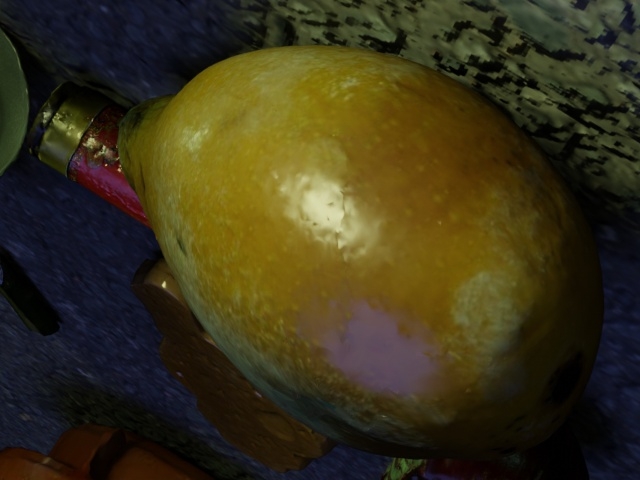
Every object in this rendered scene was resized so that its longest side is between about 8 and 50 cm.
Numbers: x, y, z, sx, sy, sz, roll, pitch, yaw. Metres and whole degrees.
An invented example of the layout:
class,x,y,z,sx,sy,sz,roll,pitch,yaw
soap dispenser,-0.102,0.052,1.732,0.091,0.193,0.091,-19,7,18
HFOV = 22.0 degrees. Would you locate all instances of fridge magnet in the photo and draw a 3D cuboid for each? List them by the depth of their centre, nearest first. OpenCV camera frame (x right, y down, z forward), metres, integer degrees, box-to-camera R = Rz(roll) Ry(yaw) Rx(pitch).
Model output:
class,x,y,z,sx,sy,sz,roll,pitch,yaw
fridge magnet,-0.149,0.295,1.502,0.363,0.155,0.364,29,157,13

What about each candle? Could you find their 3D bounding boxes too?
class,x,y,z,sx,sy,sz,roll,pitch,yaw
candle,-0.095,-0.036,0.904,0.130,0.052,0.052,31,157,7

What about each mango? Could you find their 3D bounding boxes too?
class,x,y,z,sx,sy,sz,roll,pitch,yaw
mango,0.000,0.000,0.727,0.193,0.146,0.316,53,162,-29

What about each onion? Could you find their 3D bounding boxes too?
class,x,y,z,sx,sy,sz,roll,pitch,yaw
onion,0.091,0.131,0.898,0.118,0.119,0.117,36,154,-3

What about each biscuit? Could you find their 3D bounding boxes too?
class,x,y,z,sx,sy,sz,roll,pitch,yaw
biscuit,-0.052,0.094,1.124,0.144,0.040,0.236,33,160,22

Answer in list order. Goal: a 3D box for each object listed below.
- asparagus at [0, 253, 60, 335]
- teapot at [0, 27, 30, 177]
class,x,y,z,sx,sy,sz,roll,pitch,yaw
asparagus,-0.236,0.043,1.294,0.025,0.021,0.108,21,154,33
teapot,-0.255,-0.034,0.970,0.203,0.171,0.225,65,151,5
